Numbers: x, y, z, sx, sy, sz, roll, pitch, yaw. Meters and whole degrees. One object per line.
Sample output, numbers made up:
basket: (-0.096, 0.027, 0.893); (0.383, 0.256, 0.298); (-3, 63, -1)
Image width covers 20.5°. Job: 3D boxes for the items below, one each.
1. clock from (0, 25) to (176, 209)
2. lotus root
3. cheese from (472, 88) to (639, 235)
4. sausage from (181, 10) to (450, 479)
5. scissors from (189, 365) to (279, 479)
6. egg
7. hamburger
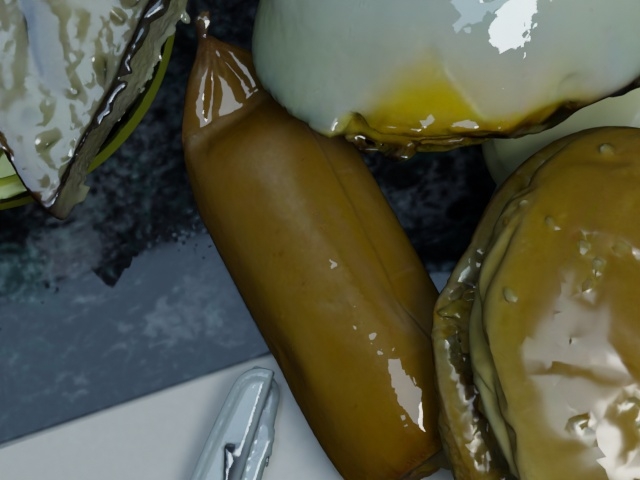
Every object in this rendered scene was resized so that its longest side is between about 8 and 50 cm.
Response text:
clock: (-0.230, -0.159, 1.176); (0.277, 0.071, 0.293); (44, 86, 6)
lotus root: (-0.158, -0.165, 1.103); (0.170, 0.074, 0.260); (33, 86, 5)
cheese: (0.139, -0.046, 1.134); (0.127, 0.050, 0.255); (27, 79, 10)
sausage: (-0.006, 0.002, 1.103); (0.112, 0.112, 0.328); (-27, 73, -3)
scissors: (-0.075, 0.193, 1.099); (0.118, 0.030, 0.242); (17, 82, 8)
egg: (0.082, -0.187, 1.062); (0.286, 0.174, 0.264); (-26, 39, -11)
hamburger: (0.214, 0.064, 1.007); (0.319, 0.158, 0.318); (7, 70, -18)
